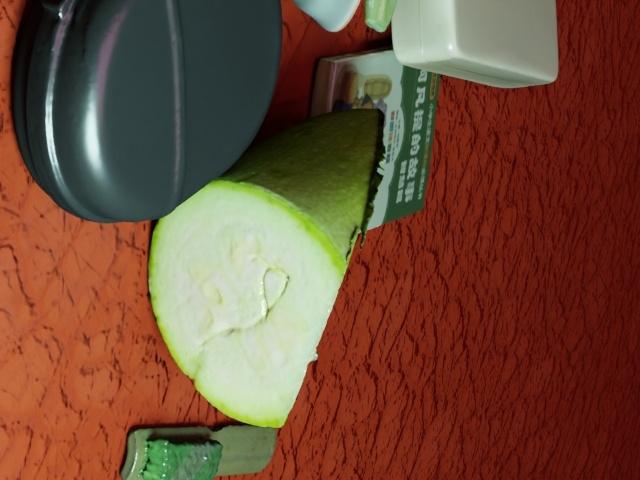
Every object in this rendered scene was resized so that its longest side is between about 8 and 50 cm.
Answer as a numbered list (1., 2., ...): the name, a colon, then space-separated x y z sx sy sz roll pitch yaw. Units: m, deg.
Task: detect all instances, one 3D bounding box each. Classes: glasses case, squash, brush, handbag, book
1. glasses case: 0.179 -0.256 2.022 0.336 0.076 0.144 3 85 -63
2. squash: 0.000 0.000 1.692 0.309 0.210 0.233 -26 144 -51
3. brush: -0.107 0.212 1.772 0.282 0.048 0.054 10 96 -65
4. handbag: -0.134 -0.149 1.474 0.308 0.093 0.254 -41 138 -49
5. book: 0.057 -0.110 1.947 0.264 0.027 0.202 -19 118 -60

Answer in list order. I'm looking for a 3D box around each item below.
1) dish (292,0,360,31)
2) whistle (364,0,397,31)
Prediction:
1. dish: -0.016 -0.316 1.562 0.260 0.085 0.260 -177 -90 -76
2. whistle: 0.074 -0.318 1.773 0.105 0.085 0.227 31 69 -66
